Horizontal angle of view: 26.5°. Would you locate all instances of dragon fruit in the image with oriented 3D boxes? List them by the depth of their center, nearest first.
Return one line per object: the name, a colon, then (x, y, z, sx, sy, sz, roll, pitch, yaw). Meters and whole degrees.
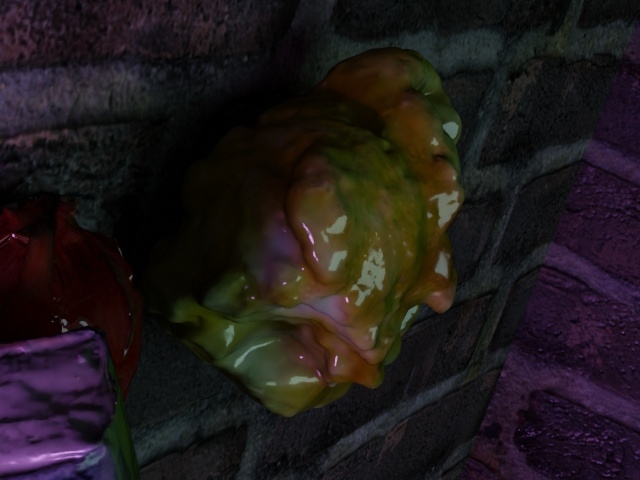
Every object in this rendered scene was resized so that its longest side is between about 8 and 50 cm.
dragon fruit: (-0.216, 0.072, 1.001, 0.172, 0.172, 0.210, -34, 139, -48)

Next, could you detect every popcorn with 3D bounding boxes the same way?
popcorn: (-0.012, -0.004, 1.277, 0.334, 0.293, 0.292, -47, -146, 45)

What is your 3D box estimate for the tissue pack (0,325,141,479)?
tissue pack: (-0.259, 0.235, 0.953, 0.288, 0.124, 0.394, -9, 140, -6)
